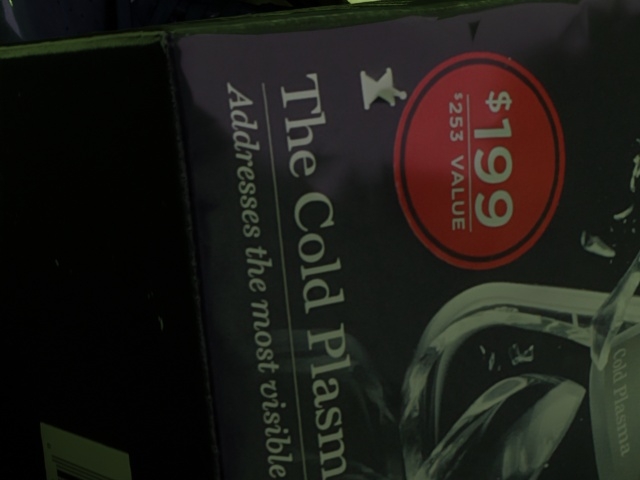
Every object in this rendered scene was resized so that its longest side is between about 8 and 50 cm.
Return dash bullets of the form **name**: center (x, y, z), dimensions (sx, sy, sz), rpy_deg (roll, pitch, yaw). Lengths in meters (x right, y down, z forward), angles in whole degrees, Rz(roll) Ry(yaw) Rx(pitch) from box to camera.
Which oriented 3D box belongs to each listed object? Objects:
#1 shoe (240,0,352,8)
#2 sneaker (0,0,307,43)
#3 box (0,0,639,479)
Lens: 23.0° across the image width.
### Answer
- **shoe**: center (-0.038, -0.170, 0.987), dimensions (0.219, 0.058, 0.076), rpy_deg (40, 42, -38)
- **sneaker**: center (-0.038, -0.090, 0.860), dimensions (0.350, 0.148, 0.131), rpy_deg (23, 55, -49)
- **box**: center (0.055, 0.077, 0.597), dimensions (0.313, 0.179, 0.343), rpy_deg (-12, 100, -33)
